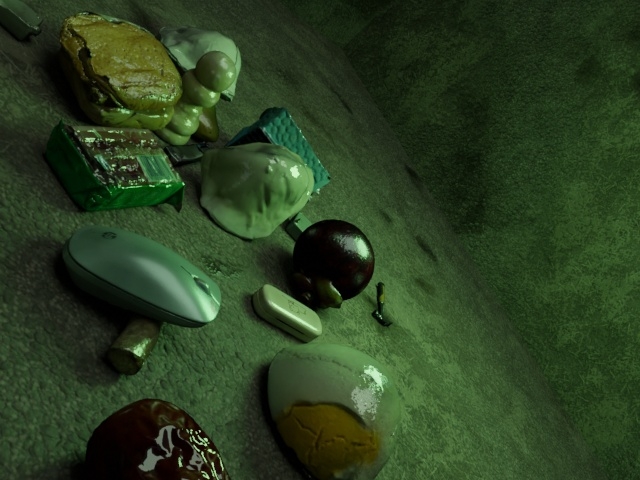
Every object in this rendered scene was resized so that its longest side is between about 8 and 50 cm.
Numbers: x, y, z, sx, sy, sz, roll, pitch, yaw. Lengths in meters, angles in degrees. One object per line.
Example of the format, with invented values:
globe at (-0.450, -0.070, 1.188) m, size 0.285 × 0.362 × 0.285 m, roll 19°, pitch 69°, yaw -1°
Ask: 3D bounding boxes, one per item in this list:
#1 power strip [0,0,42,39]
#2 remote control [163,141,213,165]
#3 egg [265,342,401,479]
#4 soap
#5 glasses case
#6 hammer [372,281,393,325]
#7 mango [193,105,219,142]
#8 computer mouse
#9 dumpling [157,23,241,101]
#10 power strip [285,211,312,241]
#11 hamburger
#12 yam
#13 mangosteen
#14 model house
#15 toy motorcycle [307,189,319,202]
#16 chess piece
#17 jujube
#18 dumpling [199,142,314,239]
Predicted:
power strip at (-0.739, -0.552, 1.502) m, size 0.286 × 0.048 × 0.080 m, roll 42°, pitch 22°, yaw -21°
remote control at (-0.336, -0.228, 1.787) m, size 0.059 × 0.028 × 0.212 m, roll 53°, pitch 22°, yaw 3°
egg at (0.061, 0.337, 1.416) m, size 0.337 × 0.201 × 0.337 m, roll 39°, pitch 32°, yaw -30°
soap at (-0.413, -0.148, 1.427) m, size 0.218 × 0.098 × 0.273 m, roll 54°, pitch 23°, yaw 8°
glasses case at (-0.077, 0.174, 1.627) m, size 0.196 × 0.050 × 0.083 m, roll 34°, pitch 25°, yaw -35°
hammer at (0.194, 0.196, 2.144) m, size 0.078 × 0.021 × 0.201 m, roll 43°, pitch 24°, yaw -18°
mango at (-0.343, -0.359, 1.904) m, size 0.122 × 0.085 × 0.191 m, roll 29°, pitch 30°, yaw -49°
computer mouse at (-0.307, 0.051, 1.213) m, size 0.288 × 0.097 × 0.159 m, roll 20°, pitch 25°, yaw -10°
dumpling at (-0.366, -0.561, 2.072) m, size 0.260 × 0.181 × 0.341 m, roll 24°, pitch 55°, yaw -32°
power strip at (0.000, 0.000, 2.029) m, size 0.216 × 0.061 × 0.145 m, roll 47°, pitch 23°, yaw -12°
hamburger at (-0.475, -0.394, 1.599) m, size 0.318 × 0.158 × 0.319 m, roll 32°, pitch 33°, yaw -24°
yam at (-0.305, 0.132, 1.243) m, size 0.066 × 0.066 × 0.300 m, roll 44°, pitch 23°, yaw -15°
mangosteen at (0.020, 0.072, 1.799) m, size 0.228 × 0.228 × 0.265 m, roll 43°, pitch 64°, yaw -19°
model house at (-0.143, -0.204, 1.933) m, size 0.261 × 0.241 × 0.226 m, roll 55°, pitch -12°, yaw -19°
toy motorcycle at (-0.107, -0.215, 2.126) m, size 0.260 × 0.110 × 0.171 m, roll 48°, pitch 37°, yaw -25°
chess piece at (-0.321, -0.376, 1.745) m, size 0.142 × 0.261 × 0.143 m, roll 38°, pitch 26°, yaw -22°
jujube at (-0.220, 0.348, 0.943) m, size 0.243 × 0.183 × 0.183 m, roll 51°, pitch 21°, yaw 21°
dumpling at (-0.147, -0.122, 1.733) m, size 0.318 × 0.187 × 0.243 m, roll 12°, pitch 81°, yaw -27°
